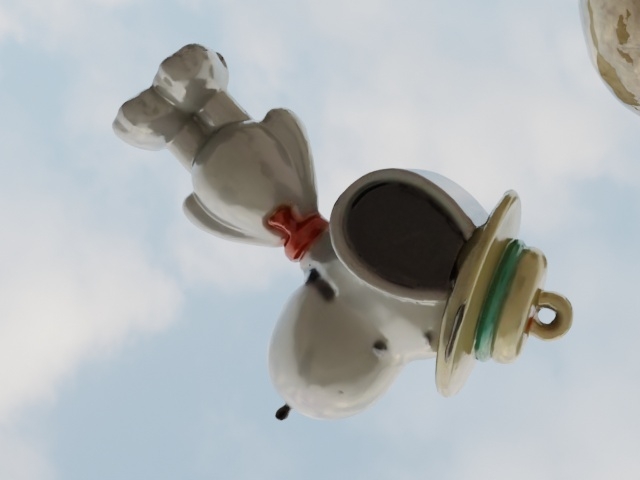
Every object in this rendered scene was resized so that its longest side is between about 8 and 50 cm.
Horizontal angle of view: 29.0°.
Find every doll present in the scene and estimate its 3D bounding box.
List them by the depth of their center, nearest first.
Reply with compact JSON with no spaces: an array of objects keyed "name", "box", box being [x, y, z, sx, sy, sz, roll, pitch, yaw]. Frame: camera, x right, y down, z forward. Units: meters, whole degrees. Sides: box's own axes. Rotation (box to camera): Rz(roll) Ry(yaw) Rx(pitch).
[{"name":"doll","box":[0.009,-0.019,0.772,0.208,0.144,0.271,-29,-95,14]}]

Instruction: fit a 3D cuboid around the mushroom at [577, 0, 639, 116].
[{"name":"mushroom","box":[0.196,-0.116,0.538,0.166,0.166,0.127,-15,-144,-14]}]
